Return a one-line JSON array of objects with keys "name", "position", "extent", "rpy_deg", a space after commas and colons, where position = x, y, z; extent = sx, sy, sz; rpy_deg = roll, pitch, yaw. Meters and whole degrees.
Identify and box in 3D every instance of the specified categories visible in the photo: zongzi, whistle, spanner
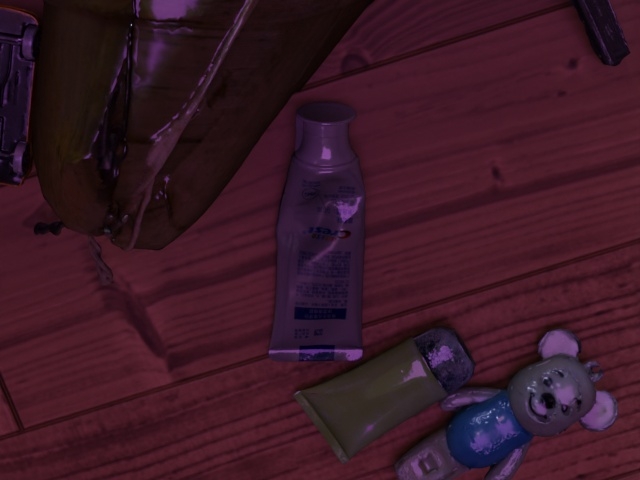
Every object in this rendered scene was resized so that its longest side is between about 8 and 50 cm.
[{"name": "zongzi", "position": [-0.007, -0.161, 1.099], "extent": [0.467, 0.218, 0.500], "rpy_deg": [4, 109, -14]}, {"name": "whistle", "position": [0.180, 0.186, 1.284], "extent": [0.236, 0.077, 0.114], "rpy_deg": [-31, 87, 10]}, {"name": "spanner", "position": [0.209, -0.270, 1.104], "extent": [0.093, 0.026, 0.325], "rpy_deg": [-50, 133, -13]}]

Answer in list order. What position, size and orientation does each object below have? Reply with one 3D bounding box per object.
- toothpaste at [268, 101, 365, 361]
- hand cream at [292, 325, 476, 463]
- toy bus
[{"name": "toothpaste", "position": [0.000, 0.000, 1.232], "extent": [0.096, 0.061, 0.266], "rpy_deg": [0, 114, -5]}, {"name": "hand cream", "position": [0.070, 0.149, 1.283], "extent": [0.175, 0.046, 0.095], "rpy_deg": [-31, 107, 13]}, {"name": "toy bus", "position": [-0.289, -0.136, 1.159], "extent": [0.070, 0.074, 0.162], "rpy_deg": [11, 109, 2]}]
